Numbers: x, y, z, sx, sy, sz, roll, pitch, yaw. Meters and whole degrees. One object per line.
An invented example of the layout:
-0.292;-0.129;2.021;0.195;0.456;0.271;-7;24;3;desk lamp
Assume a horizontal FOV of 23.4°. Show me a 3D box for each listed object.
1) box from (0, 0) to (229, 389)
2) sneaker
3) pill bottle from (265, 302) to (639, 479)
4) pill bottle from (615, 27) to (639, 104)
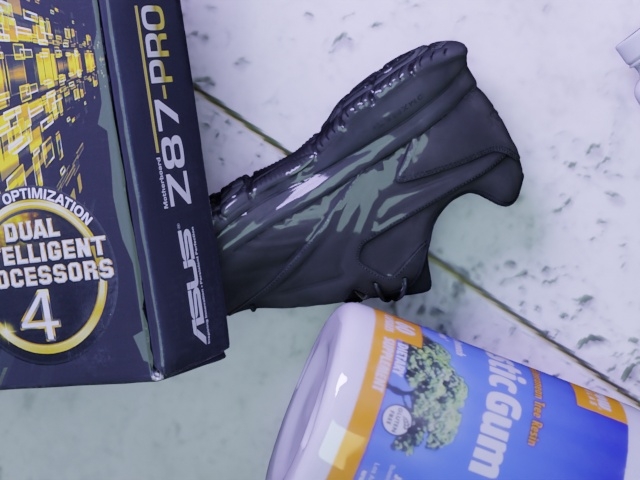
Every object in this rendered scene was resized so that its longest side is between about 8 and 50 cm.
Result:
-0.263;-0.063;0.942;0.395;0.097;0.318;-5;93;25;box
0.000;0.000;0.969;0.286;0.109;0.130;-35;100;13;sneaker
0.113;0.151;0.932;0.272;0.152;0.152;20;98;-7;pill bottle
0.234;-0.086;0.947;0.065;0.065;0.116;-37;90;9;pill bottle
